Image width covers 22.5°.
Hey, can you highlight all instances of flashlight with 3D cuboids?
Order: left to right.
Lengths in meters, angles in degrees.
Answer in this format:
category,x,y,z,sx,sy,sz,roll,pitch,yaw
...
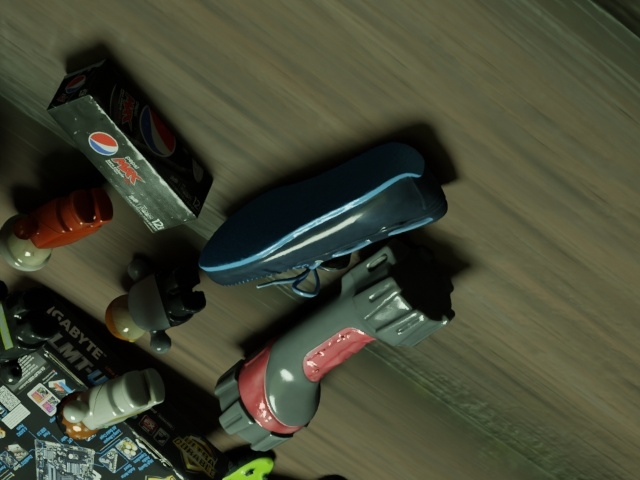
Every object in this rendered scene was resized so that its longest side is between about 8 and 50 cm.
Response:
category,x,y,z,sx,sy,sz,roll,pitch,yaw
flashlight,0.014,0.113,1.611,0.103,0.103,0.304,14,146,-36

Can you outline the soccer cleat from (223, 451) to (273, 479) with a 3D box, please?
category,x,y,z,sx,sy,sz,roll,pitch,yaw
soccer cleat,-0.132,0.283,1.881,0.179,0.072,0.060,-35,142,22

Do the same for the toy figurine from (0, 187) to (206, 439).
category,x,y,z,sx,sy,sz,roll,pitch,yaw
toy figurine,-0.241,0.077,1.583,0.209,0.213,0.148,40,137,-26

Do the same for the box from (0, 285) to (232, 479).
category,x,y,z,sx,sy,sz,roll,pitch,yaw
box,-0.292,0.229,1.828,0.293,0.073,0.295,43,134,-8

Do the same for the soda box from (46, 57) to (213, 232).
category,x,y,z,sx,sy,sz,roll,pitch,yaw
soda box,-0.175,-0.086,1.498,0.060,0.053,0.169,-16,129,33

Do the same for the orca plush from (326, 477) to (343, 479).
category,x,y,z,sx,sy,sz,roll,pitch,yaw
orca plush,0.021,0.328,1.843,0.287,0.151,0.102,11,107,14

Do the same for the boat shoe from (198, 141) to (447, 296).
category,x,y,z,sx,sy,sz,roll,pitch,yaw
boat shoe,0.000,0.000,1.488,0.258,0.109,0.089,-18,130,38
